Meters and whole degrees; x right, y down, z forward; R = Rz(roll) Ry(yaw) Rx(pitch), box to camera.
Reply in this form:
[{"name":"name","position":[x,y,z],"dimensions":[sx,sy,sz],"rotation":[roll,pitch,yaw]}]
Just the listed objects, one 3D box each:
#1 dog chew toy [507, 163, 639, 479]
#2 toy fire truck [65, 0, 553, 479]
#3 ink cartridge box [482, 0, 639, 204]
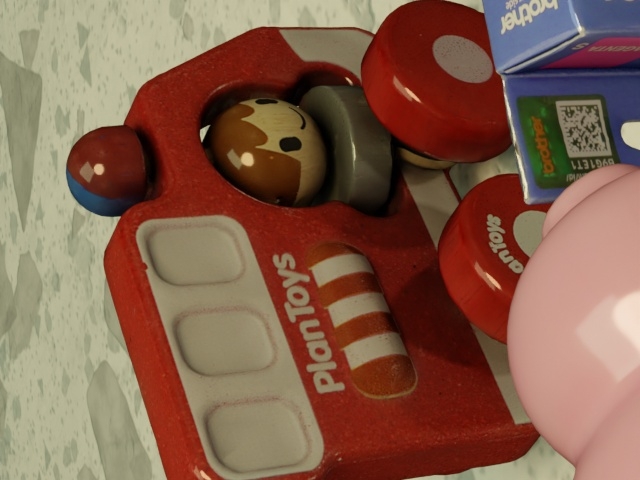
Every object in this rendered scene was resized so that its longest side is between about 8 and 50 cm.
[{"name":"dog chew toy","position":[0.177,0.107,0.483],"dimensions":[0.332,0.207,0.206],"rotation":[58,141,31]},{"name":"toy fire truck","position":[0.000,0.000,0.806],"dimensions":[0.169,0.254,0.302],"rotation":[-57,45,46]},{"name":"ink cartridge box","position":[0.140,-0.175,0.605],"dimensions":[0.065,0.186,0.311],"rotation":[-19,77,58]}]
